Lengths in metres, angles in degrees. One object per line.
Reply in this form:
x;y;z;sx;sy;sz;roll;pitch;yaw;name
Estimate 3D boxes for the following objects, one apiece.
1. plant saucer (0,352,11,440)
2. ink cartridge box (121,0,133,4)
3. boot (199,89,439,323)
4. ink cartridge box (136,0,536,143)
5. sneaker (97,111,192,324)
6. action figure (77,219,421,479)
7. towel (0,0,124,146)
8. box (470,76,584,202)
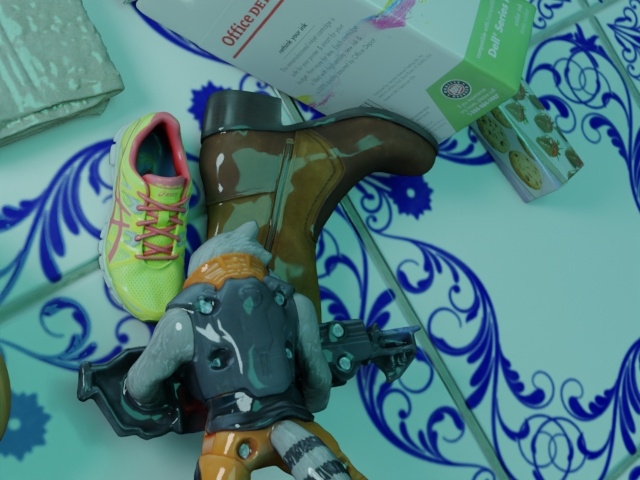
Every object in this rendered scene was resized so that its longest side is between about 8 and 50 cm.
-0.339;0.122;0.717;0.200;0.037;0.199;-2;111;-6;plant saucer
-0.157;-0.350;0.988;0.191;0.082;0.139;-33;88;-30;ink cartridge box
0.000;0.000;0.965;0.264;0.096;0.280;8;73;-26;boot
0.014;-0.237;0.974;0.354;0.207;0.119;26;64;-18;ink cartridge box
-0.158;-0.026;0.890;0.082;0.094;0.208;0;77;-29;sneaker
-0.012;0.128;0.815;0.341;0.178;0.330;-13;65;-29;action figure
-0.319;-0.227;0.884;0.187;0.049;0.282;-27;94;-32;towel
0.190;-0.194;1.138;0.063;0.067;0.324;-39;96;-31;box
